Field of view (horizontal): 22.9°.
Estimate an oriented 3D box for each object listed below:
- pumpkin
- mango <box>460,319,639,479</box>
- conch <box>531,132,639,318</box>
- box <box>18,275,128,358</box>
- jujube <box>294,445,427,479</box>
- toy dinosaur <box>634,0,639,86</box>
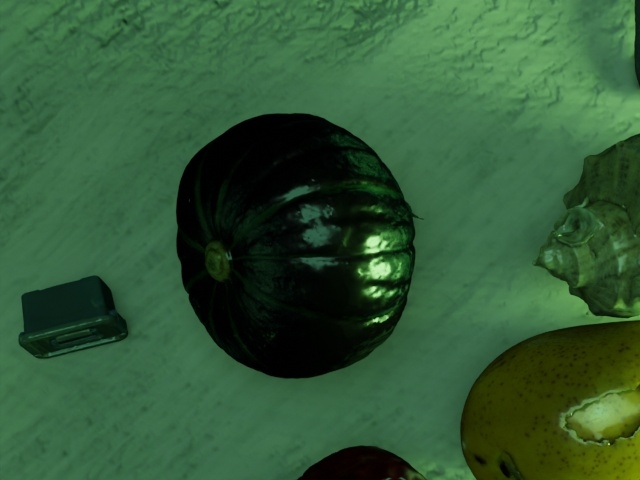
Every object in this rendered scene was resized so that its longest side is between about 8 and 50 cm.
[{"bbox_3d":[0.000,0.000,1.466,0.248,0.248,0.248,0,84,4],"label":"pumpkin"},{"bbox_3d":[0.270,0.152,1.435,0.290,0.191,0.160,-16,90,-2],"label":"mango"},{"bbox_3d":[0.332,-0.030,1.443,0.291,0.210,0.159,-24,99,-12],"label":"conch"},{"bbox_3d":[-0.243,0.074,1.540,0.099,0.074,0.054,-14,69,3],"label":"box"},{"bbox_3d":[-0.016,0.346,1.437,0.216,0.216,0.342,35,80,7],"label":"jujube"},{"bbox_3d":[0.215,-0.333,1.540,0.383,0.129,0.331,17,94,7],"label":"toy dinosaur"}]
